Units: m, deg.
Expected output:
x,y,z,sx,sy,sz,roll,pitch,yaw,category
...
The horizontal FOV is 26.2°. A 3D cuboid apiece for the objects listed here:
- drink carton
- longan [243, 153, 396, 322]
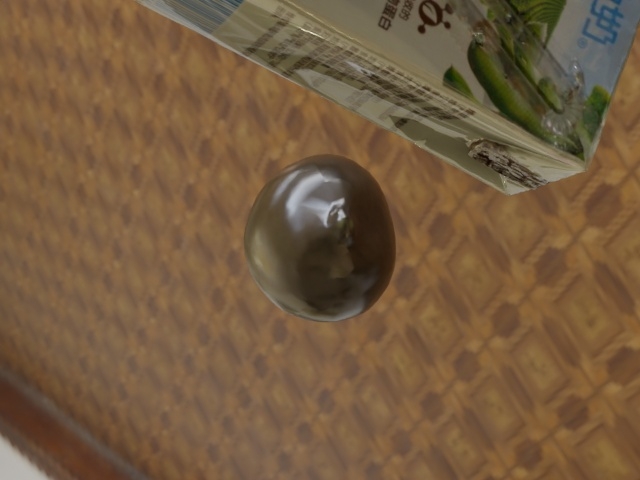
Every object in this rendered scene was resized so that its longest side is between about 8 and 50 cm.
x,y,z,sx,sy,sz,roll,pitch,yaw,category
0.053,-0.190,0.944,0.324,0.194,0.132,26,167,-14,drink carton
0.000,0.000,1.491,0.189,0.189,0.189,40,144,38,longan
